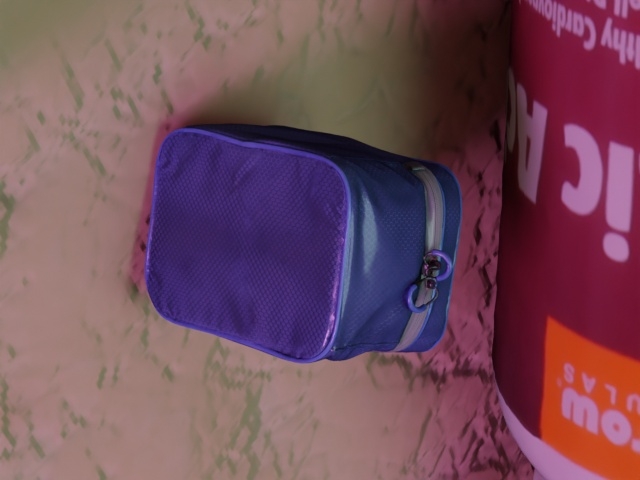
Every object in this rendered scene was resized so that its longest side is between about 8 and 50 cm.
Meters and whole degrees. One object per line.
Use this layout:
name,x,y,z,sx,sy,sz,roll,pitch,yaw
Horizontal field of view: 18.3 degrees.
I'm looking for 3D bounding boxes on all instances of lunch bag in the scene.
lunch bag,0.000,0.000,0.632,0.065,0.098,0.067,-3,105,-49

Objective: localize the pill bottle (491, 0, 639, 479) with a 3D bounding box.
pill bottle,0.175,-0.021,0.714,0.224,0.224,0.392,-22,123,-39
